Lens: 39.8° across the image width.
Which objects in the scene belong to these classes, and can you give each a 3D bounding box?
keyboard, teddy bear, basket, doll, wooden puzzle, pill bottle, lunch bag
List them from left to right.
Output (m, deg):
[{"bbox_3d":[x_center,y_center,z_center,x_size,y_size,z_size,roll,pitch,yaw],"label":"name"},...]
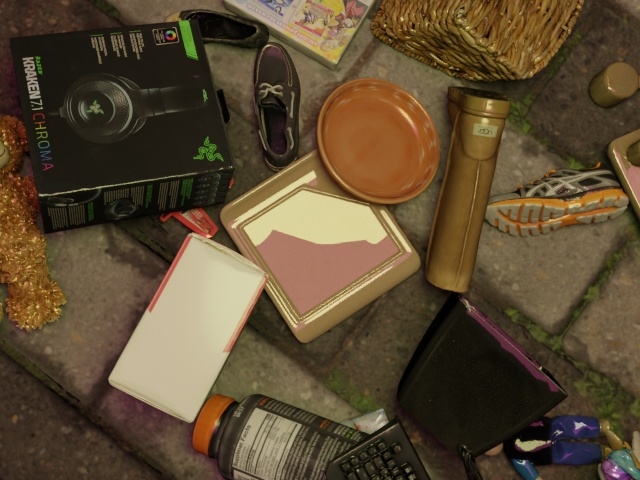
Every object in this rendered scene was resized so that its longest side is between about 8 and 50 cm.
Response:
[{"bbox_3d":[-0.475,-0.026,1.278,0.245,0.113,0.338,7,82,-3],"label":"teddy bear"},{"bbox_3d":[-0.052,0.293,1.225,0.245,0.130,0.130,18,82,18],"label":"pill bottle"},{"bbox_3d":[0.000,0.000,1.329,0.221,0.044,0.239,-33,89,-6],"label":"wooden puzzle"},{"bbox_3d":[0.065,0.288,1.283,0.083,0.053,0.071,-19,82,5],"label":"lunch bag"},{"bbox_3d":[0.152,0.368,1.162,0.201,0.033,0.317,-31,109,-13],"label":"keyboard"},{"bbox_3d":[0.263,-0.397,1.364,0.213,0.223,0.299,30,81,-31],"label":"basket"},{"bbox_3d":[0.325,0.298,1.293,0.189,0.046,0.129,1,81,-2],"label":"doll"}]

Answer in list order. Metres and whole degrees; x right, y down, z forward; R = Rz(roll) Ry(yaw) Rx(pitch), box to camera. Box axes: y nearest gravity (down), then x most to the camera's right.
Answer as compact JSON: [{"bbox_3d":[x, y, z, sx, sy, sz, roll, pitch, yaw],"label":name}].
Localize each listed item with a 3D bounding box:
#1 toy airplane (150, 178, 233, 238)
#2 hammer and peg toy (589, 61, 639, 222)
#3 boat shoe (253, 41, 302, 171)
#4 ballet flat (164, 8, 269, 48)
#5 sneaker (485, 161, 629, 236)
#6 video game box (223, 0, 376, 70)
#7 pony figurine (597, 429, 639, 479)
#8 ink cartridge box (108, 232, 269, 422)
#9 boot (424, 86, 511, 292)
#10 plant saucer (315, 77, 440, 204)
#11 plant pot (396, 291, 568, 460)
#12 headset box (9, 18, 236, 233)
[{"bbox_3d":[-0.196,-0.074,1.335,0.151,0.028,0.151,0,78,2],"label":"toy airplane"},{"bbox_3d":[0.573,-0.130,1.319,0.266,0.127,0.361,-22,83,-5],"label":"hammer and peg toy"},{"bbox_3d":[-0.064,-0.210,1.339,0.075,0.065,0.206,-4,81,0],"label":"boat shoe"},{"bbox_3d":[-0.160,-0.329,1.351,0.173,0.049,0.057,10,83,15],"label":"ballet flat"},{"bbox_3d":[0.347,-0.065,1.335,0.215,0.084,0.083,-6,58,-1],"label":"sneaker"},{"bbox_3d":[-0.017,-0.394,1.376,0.205,0.048,0.187,31,80,3],"label":"video game box"},{"bbox_3d":[0.442,0.481,1.182,0.363,0.303,0.351,47,60,1],"label":"pony figurine"},{"bbox_3d":[-0.167,0.116,1.183,0.117,0.283,0.207,27,82,-2],"label":"ink cartridge box"},{"bbox_3d":[0.206,-0.085,1.299,0.089,0.236,0.269,11,105,6],"label":"boot"},{"bbox_3d":[0.083,-0.145,1.325,0.200,0.037,0.200,6,73,-19],"label":"plant saucer"},{"bbox_3d":[0.210,0.198,1.244,0.188,0.187,0.167,41,96,4],"label":"plant pot"},{"bbox_3d":[-0.271,-0.164,1.252,0.283,0.131,0.246,-9,72,-17],"label":"headset box"}]
